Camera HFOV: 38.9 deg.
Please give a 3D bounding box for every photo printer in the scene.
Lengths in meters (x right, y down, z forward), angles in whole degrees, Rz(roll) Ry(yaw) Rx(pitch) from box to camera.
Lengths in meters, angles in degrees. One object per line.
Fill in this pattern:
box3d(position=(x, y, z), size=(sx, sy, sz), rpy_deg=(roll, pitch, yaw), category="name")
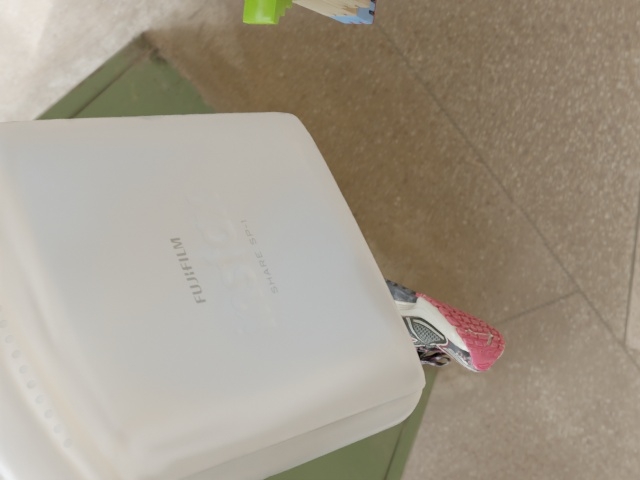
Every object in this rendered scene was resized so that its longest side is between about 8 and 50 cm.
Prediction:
box3d(position=(-0.099, 0.039, 0.586), size=(0.107, 0.307, 0.256), rpy_deg=(-40, 68, 42), category="photo printer")

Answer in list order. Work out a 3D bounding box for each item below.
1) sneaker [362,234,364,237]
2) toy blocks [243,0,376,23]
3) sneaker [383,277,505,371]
box3d(position=(0.000, 0.000, 1.095), size=(0.100, 0.108, 0.272), rpy_deg=(52, 167, 30), category="sneaker")
box3d(position=(0.032, -0.452, 1.191), size=(0.190, 0.260, 0.382), rpy_deg=(9, 94, 32), category="toy blocks")
box3d(position=(0.154, 0.139, 1.317), size=(0.120, 0.112, 0.299), rpy_deg=(23, 178, -26), category="sneaker")
